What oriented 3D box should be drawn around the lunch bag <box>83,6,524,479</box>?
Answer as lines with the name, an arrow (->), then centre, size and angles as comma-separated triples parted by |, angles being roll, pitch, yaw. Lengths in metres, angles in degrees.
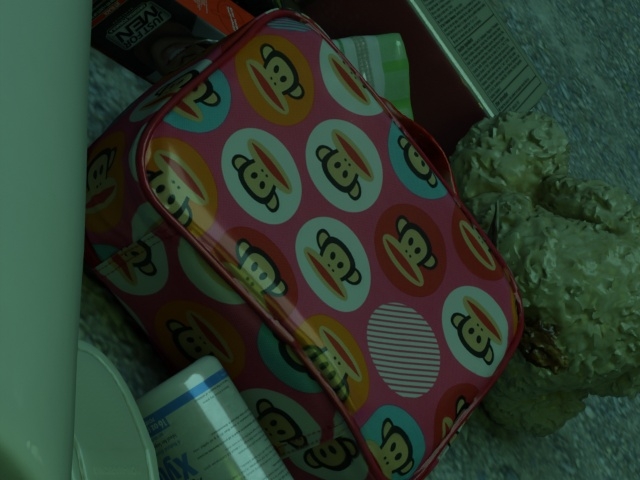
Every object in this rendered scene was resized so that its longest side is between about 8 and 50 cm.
lunch bag -> 0.000, 0.000, 1.129 | 0.293, 0.120, 0.258 | 52, 47, -11

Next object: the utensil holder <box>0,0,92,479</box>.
utensil holder -> -0.242, -0.052, 0.668 | 0.327, 0.327, 0.386 | 31, 40, -39

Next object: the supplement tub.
supplement tub -> -0.064, 0.128, 1.018 | 0.107, 0.071, 0.071 | 58, 29, 2

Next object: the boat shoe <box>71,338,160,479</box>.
boat shoe -> -0.119, 0.174, 0.881 | 0.095, 0.079, 0.255 | 7, 54, -52

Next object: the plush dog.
plush dog -> 0.231, 0.030, 1.295 | 0.210, 0.225, 0.263 | -127, -153, -74

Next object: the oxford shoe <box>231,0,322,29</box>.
oxford shoe -> -0.040, -0.152, 1.327 | 0.227, 0.082, 0.096 | 61, 24, -19

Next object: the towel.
towel -> 0.020, -0.092, 1.277 | 0.152, 0.023, 0.113 | -16, 101, -46

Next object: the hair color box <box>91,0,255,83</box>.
hair color box -> -0.105, -0.149, 1.227 | 0.141, 0.072, 0.043 | 30, 39, -39

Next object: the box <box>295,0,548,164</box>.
box -> 0.060, -0.167, 1.440 | 0.232, 0.127, 0.148 | 54, 29, -4
